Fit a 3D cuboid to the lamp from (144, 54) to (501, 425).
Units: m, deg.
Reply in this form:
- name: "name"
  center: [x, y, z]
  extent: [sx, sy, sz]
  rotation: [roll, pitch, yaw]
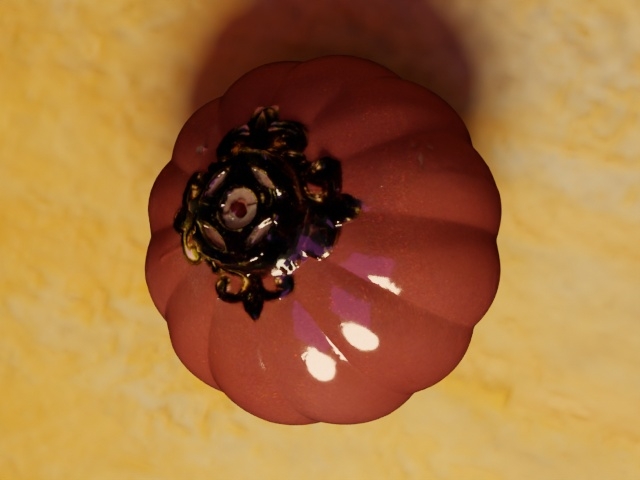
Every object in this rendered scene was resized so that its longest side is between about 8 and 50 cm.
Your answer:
- name: "lamp"
  center: [0.000, 0.000, 0.505]
  extent: [0.107, 0.092, 0.107]
  rotation: [-7, 77, 29]
